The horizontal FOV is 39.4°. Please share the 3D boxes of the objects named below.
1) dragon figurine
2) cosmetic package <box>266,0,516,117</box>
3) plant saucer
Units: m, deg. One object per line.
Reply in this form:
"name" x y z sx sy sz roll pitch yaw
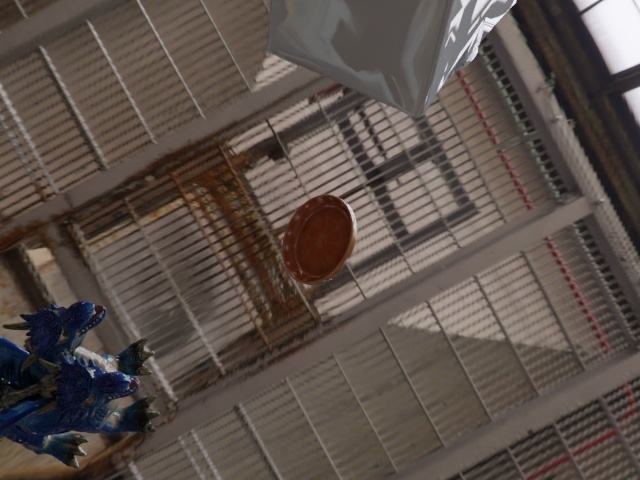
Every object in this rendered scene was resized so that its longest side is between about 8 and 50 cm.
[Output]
"dragon figurine" -0.217 0.114 0.640 0.289 0.144 0.085 -21 -115 30
"cosmetic package" 0.087 -0.309 0.637 0.156 0.385 0.217 28 -132 15
"plant saucer" 0.000 0.000 0.798 0.013 0.083 0.083 24 -88 -45
